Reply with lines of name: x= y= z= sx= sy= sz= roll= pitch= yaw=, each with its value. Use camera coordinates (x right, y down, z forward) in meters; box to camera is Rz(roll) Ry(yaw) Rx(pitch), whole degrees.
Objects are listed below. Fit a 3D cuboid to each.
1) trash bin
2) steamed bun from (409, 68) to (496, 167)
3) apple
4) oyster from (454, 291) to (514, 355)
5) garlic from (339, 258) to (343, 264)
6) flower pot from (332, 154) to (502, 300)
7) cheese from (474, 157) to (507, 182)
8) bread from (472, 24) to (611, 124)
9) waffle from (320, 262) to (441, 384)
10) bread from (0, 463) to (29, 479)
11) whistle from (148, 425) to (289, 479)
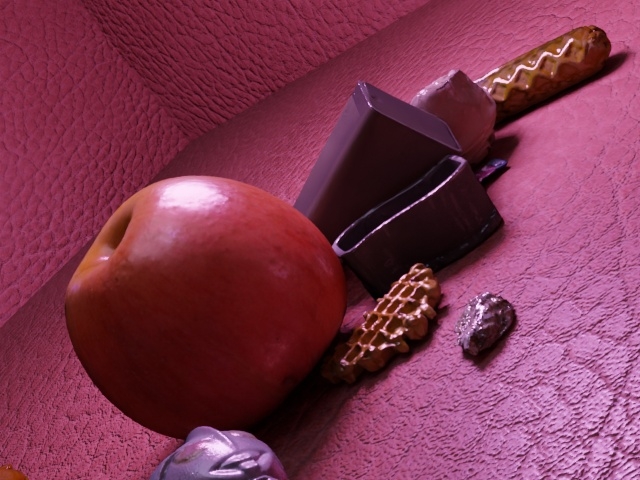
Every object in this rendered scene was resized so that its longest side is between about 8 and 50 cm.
trash bin: x=0.075 y=-0.094 z=1.477 sx=0.241 sy=0.164 sz=0.122 roll=-57 pitch=23 yaw=22
steamed bun: x=0.216 y=-0.177 z=1.617 sx=0.211 sy=0.144 sz=0.218 roll=-41 pitch=-16 yaw=-51
apple: x=-0.162 y=0.081 z=1.327 sx=0.363 sy=0.364 sz=0.364 roll=-34 pitch=16 yaw=11
oyster: x=0.179 y=0.092 z=1.128 sx=0.098 sy=0.037 sz=0.100 roll=-42 pitch=17 yaw=-18
garlic: x=-0.008 y=0.002 z=1.641 sx=0.143 sy=0.112 sz=0.318 roll=-10 pitch=22 yaw=31
flower pot: x=0.138 y=-0.013 z=1.381 sx=0.229 sy=0.108 sz=0.103 roll=-37 pitch=16 yaw=7
cheese: x=0.227 y=-0.088 z=1.522 sx=0.145 sy=0.038 sz=0.095 roll=-33 pitch=17 yaw=-8
bread: x=0.374 y=-0.284 z=1.667 sx=0.269 sy=0.098 sz=0.087 roll=-25 pitch=59 yaw=36
waffle: x=0.078 y=0.112 z=1.272 sx=0.192 sy=0.046 sz=0.161 roll=-35 pitch=19 yaw=15
bread: x=-0.507 y=0.447 z=1.399 sx=0.269 sy=0.148 sz=0.270 roll=-35 pitch=16 yaw=12
whistle: x=-0.068 y=0.277 z=0.999 sx=0.346 sy=0.142 sz=0.134 roll=9 pitch=84 yaw=54
